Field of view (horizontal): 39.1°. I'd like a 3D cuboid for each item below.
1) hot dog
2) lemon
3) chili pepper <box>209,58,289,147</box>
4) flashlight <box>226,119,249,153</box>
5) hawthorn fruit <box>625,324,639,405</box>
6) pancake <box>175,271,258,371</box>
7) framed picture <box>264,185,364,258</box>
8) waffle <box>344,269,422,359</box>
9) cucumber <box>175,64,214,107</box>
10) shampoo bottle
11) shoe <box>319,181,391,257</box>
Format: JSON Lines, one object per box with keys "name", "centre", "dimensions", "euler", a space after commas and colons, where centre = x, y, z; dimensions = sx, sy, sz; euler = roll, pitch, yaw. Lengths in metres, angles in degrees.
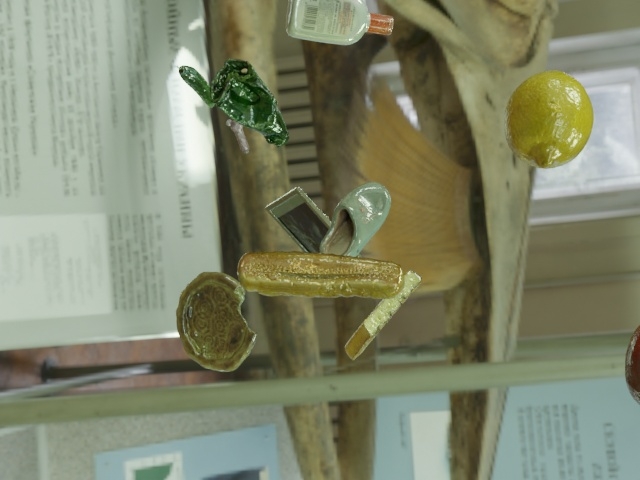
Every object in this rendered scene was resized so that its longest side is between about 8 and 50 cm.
{"name": "hot dog", "centre": [0.001, 0.064, 1.543], "dimensions": [0.061, 0.286, 0.088], "euler": [88, 10, -55]}
{"name": "lemon", "centre": [0.476, -0.253, 1.886], "dimensions": [0.187, 0.187, 0.244], "euler": [65, 35, -56]}
{"name": "chili pepper", "centre": [-0.139, -0.270, 1.832], "dimensions": [0.216, 0.108, 0.062], "euler": [51, 11, -30]}
{"name": "flashlight", "centre": [-0.219, -0.288, 2.449], "dimensions": [0.031, 0.052, 0.110], "euler": [-113, -176, -57]}
{"name": "hawthorn fruit", "centre": [0.685, 0.252, 1.733], "dimensions": [0.250, 0.215, 0.215], "euler": [-46, 139, -29]}
{"name": "pancake", "centre": [-0.241, 0.188, 2.060], "dimensions": [0.029, 0.212, 0.235], "euler": [-4, 68, -64]}
{"name": "framed picture", "centre": [0.000, 0.000, 2.113], "dimensions": [0.281, 0.019, 0.209], "euler": [47, -25, -7]}
{"name": "waffle", "centre": [0.174, 0.212, 2.569], "dimensions": [0.248, 0.055, 0.221], "euler": [-47, 174, -28]}
{"name": "cucumber", "centre": [-0.272, -0.349, 2.002], "dimensions": [0.168, 0.039, 0.039], "euler": [48, 37, -56]}
{"name": "shampoo bottle", "centre": [0.042, -0.460, 1.864], "dimensions": [0.051, 0.221, 0.108], "euler": [-132, -132, -68]}
{"name": "shoe", "centre": [0.061, -0.040, 1.657], "dimensions": [0.195, 0.079, 0.078], "euler": [-57, 152, -19]}
